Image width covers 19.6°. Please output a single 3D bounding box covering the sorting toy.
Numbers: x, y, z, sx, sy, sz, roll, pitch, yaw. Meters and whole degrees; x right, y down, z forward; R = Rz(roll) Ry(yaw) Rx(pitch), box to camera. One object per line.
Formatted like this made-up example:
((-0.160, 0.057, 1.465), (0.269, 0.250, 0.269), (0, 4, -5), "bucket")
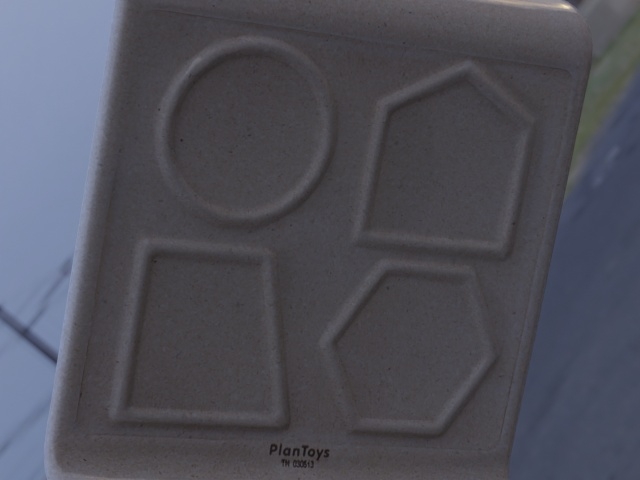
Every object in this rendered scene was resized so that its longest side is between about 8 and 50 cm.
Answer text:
((0.000, 0.000, 0.693), (0.038, 0.193, 0.208), (20, 103, 63), "sorting toy")
